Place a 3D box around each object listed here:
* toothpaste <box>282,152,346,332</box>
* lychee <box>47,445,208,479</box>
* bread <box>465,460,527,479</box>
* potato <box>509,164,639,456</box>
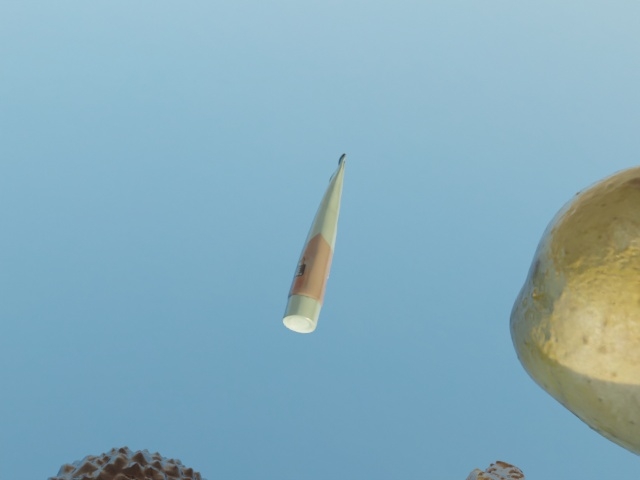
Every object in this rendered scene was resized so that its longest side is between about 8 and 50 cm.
[{"bbox_3d":[0.000,0.000,0.850,0.036,0.056,0.205,19,-125,-7],"label":"toothpaste"},{"bbox_3d":[-0.212,0.354,0.858,0.264,0.300,0.264,10,-115,-22],"label":"lychee"},{"bbox_3d":[0.327,0.533,1.452,0.149,0.195,0.344,-4,-178,0],"label":"bread"},{"bbox_3d":[0.286,0.054,0.701,0.243,0.285,0.242,7,-158,-3],"label":"potato"}]
